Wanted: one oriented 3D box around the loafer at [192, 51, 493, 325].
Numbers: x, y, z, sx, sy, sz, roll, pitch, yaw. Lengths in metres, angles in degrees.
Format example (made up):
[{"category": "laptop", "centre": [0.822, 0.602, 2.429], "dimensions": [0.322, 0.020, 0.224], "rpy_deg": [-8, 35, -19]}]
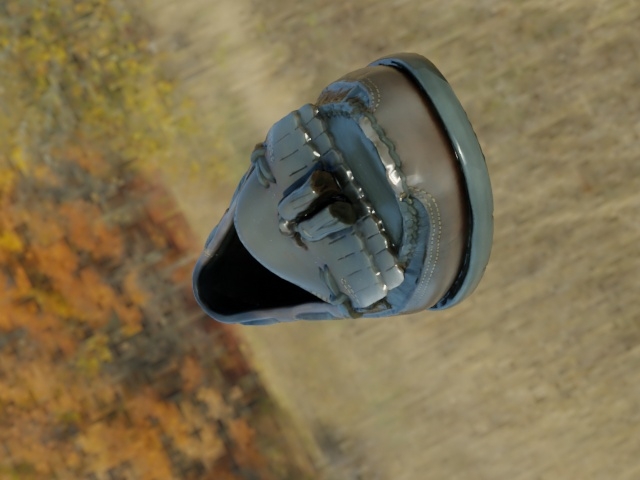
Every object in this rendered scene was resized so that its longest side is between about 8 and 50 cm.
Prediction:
[{"category": "loafer", "centre": [0.000, 0.000, 0.656], "dimensions": [0.267, 0.084, 0.096], "rpy_deg": [130, 117, -77]}]
